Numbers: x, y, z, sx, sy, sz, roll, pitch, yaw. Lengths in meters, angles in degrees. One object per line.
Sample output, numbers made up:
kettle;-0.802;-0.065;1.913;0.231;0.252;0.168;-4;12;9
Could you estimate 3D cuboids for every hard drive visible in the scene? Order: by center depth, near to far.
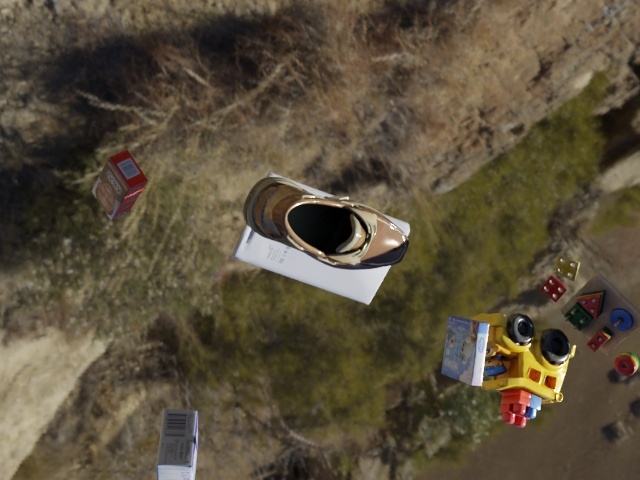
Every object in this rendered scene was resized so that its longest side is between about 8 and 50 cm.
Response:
hard drive;0.000;0.000;2.019;0.353;0.047;0.233;20;119;-12

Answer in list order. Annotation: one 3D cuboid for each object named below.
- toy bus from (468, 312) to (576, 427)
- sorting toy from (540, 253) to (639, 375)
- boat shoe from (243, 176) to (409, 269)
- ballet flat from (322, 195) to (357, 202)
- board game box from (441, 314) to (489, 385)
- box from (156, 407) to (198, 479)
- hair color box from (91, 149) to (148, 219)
toy bus;0.406;0.276;1.815;0.220;0.211;0.149;25;158;-21
sorting toy;0.567;0.152;1.774;0.046;0.274;0.132;-28;158;-43
boat shoe;0.027;-0.010;1.404;0.324;0.120;0.122;14;96;-38
ballet flat;0.032;-0.053;1.614;0.079;0.077;0.221;-29;-168;-11
board game box;0.209;0.158;1.248;0.020;0.090;0.090;6;180;-20
box;-0.283;0.423;1.706;0.072;0.126;0.137;4;139;-5
hair color box;-0.368;-0.099;1.569;0.043;0.072;0.141;-31;173;-34
